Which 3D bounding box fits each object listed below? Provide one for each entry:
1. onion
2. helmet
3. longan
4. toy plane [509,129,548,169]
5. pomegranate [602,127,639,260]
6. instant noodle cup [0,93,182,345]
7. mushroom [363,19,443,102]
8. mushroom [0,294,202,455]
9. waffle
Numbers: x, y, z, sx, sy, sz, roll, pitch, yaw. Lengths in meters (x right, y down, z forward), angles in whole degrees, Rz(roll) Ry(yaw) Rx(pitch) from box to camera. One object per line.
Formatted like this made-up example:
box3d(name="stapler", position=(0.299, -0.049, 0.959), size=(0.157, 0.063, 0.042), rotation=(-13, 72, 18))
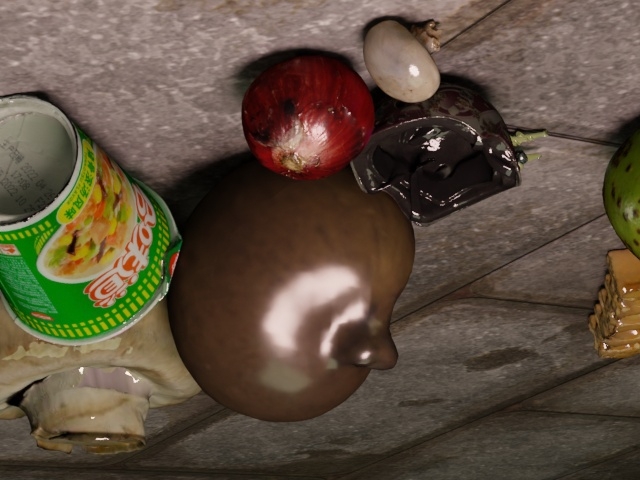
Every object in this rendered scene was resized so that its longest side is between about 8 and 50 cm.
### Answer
box3d(name="onion", position=(-0.015, -0.118, 1.848), size=(0.131, 0.131, 0.131), rotation=(-6, 161, -2))
box3d(name="helmet", position=(0.116, -0.106, 1.948), size=(0.153, 0.107, 0.177), rotation=(-22, 137, 34))
box3d(name="longan", position=(-0.029, 0.048, 2.040), size=(0.300, 0.300, 0.243), rotation=(-23, 158, 38))
box3d(name="toy plane", position=(0.198, -0.095, 2.096), size=(0.102, 0.040, 0.111), rotation=(-36, 152, 20))
box3d(name="pomegranate", position=(0.410, -0.070, 2.042), size=(0.211, 0.211, 0.263), rotation=(-5, 126, -4))
box3d(name="instant noodle cup", position=(-0.269, -0.031, 1.926), size=(0.207, 0.207, 0.232), rotation=(-10, 152, 9))
box3d(name="mushroom", position=(0.085, -0.174, 1.797), size=(0.079, 0.085, 0.085), rotation=(-38, 169, -19))
box3d(name="mushroom", position=(-0.283, 0.114, 2.205), size=(0.352, 0.260, 0.352), rotation=(-4, 165, -1))
box3d(name="waffle", position=(0.534, 0.081, 2.657), size=(0.304, 0.077, 0.348), rotation=(-7, 161, -2))
